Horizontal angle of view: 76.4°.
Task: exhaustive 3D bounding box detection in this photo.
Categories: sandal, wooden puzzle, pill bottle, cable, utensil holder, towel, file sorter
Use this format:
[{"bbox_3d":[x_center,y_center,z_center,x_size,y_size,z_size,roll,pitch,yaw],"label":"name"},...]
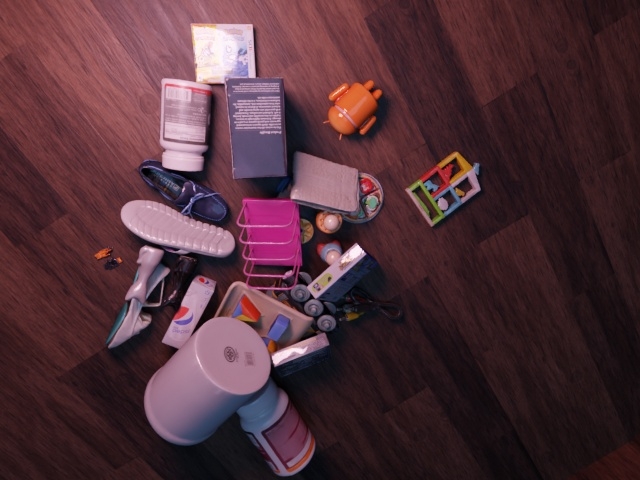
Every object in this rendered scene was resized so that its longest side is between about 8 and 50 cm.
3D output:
[{"bbox_3d":[-0.527,-0.016,1.498,0.416,0.169,0.102,22,134,-12],"label":"sandal"},{"bbox_3d":[-0.245,0.350,1.596,0.348,0.080,0.322,26,122,-9],"label":"wooden puzzle"},{"bbox_3d":[-0.200,0.771,1.720,0.224,0.224,0.392,-27,108,1],"label":"pill bottle"},{"bbox_3d":[0.211,0.272,1.733,0.287,0.072,0.139,4,84,-22],"label":"cable"},{"bbox_3d":[-0.458,-0.387,1.377,0.161,0.161,0.283,6,106,-9],"label":"pill bottle"},{"bbox_3d":[-0.415,0.511,1.501,0.327,0.327,0.385,34,120,-16],"label":"utensil holder"},{"bbox_3d":[0.020,-0.202,1.466,0.282,0.049,0.187,12,71,-30],"label":"towel"},{"bbox_3d":[-0.180,0.018,1.464,0.202,0.182,0.291,1,124,4],"label":"file sorter"}]

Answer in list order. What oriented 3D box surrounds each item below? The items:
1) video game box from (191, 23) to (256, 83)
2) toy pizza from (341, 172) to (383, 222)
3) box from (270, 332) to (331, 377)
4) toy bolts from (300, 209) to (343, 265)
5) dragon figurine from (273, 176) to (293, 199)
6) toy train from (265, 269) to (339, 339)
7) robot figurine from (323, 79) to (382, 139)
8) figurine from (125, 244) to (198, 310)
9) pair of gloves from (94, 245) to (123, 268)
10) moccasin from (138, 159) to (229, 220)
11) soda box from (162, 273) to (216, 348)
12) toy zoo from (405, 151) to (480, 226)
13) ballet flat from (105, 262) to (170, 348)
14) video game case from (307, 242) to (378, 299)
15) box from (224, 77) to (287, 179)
[{"bbox_3d":[-0.325,-0.631,1.384,0.205,0.048,0.187,-4,104,-7],"label":"video game box"},{"bbox_3d":[0.151,-0.163,1.593,0.201,0.032,0.201,-2,106,-7],"label":"toy pizza"},{"bbox_3d":[-0.074,0.464,1.635,0.231,0.056,0.183,-20,149,-8],"label":"box"},{"bbox_3d":[0.000,0.000,1.554,0.218,0.158,0.228,-21,108,-1],"label":"toy bolts"},{"bbox_3d":[-0.119,-0.181,1.523,0.085,0.144,0.289,35,118,-17],"label":"dragon figurine"},{"bbox_3d":[-0.071,0.272,1.645,0.190,0.142,0.334,-32,111,16],"label":"toy train"},{"bbox_3d":[0.115,-0.469,1.450,0.219,0.128,0.158,-45,146,6],"label":"robot figurine"},{"bbox_3d":[-0.580,0.141,1.477,0.215,0.092,0.209,21,84,-39],"label":"figurine"},{"bbox_3d":[-0.802,0.066,1.541,0.074,0.010,0.083,-30,111,0],"label":"pair of gloves"},{"bbox_3d":[-0.496,-0.161,1.460,0.342,0.117,0.138,27,101,-14],"label":"moccasin"},{"bbox_3d":[-0.514,0.280,1.599,0.091,0.098,0.286,27,102,-14],"label":"soda box"},{"bbox_3d":[0.508,-0.217,1.628,0.293,0.030,0.192,-38,107,4],"label":"toy zoo"},{"bbox_3d":[-0.690,0.254,1.558,0.139,0.139,0.400,25,98,-14],"label":"ballet flat"},{"bbox_3d":[0.094,0.131,1.563,0.244,0.269,0.061,-41,70,6],"label":"video game case"},{"bbox_3d":[-0.207,-0.371,1.347,0.182,0.296,0.294,-3,108,-8],"label":"box"}]
